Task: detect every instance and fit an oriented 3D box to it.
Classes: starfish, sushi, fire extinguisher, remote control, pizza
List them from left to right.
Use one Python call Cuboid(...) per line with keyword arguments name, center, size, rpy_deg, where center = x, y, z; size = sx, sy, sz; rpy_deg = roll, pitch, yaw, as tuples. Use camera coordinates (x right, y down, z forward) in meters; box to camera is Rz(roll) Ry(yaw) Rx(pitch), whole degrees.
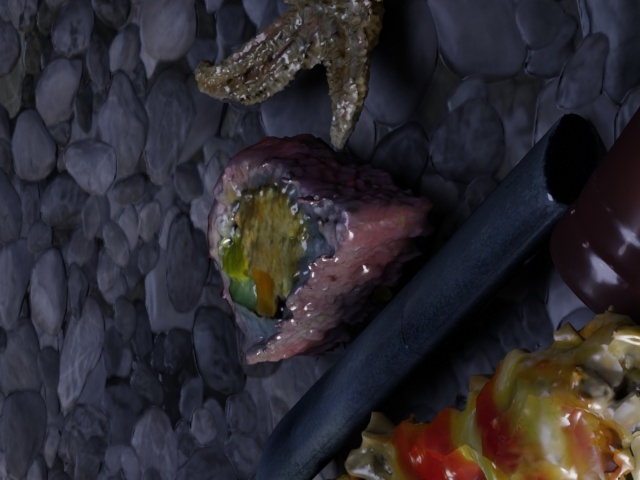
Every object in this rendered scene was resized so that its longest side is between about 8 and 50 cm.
Cuboid(name="sushi", center=(-0.007, -0.016, 1.305), size=(0.161, 0.107, 0.241), rpy_deg=(69, 152, 25))
Cuboid(name="starfish", center=(0.008, -0.214, 1.345), size=(0.302, 0.060, 0.299), rpy_deg=(-59, 37, 17))
Cuboid(name="remote control", center=(0.068, 0.060, 1.246), size=(0.377, 0.044, 0.107), rpy_deg=(-49, 14, 37))
Cuboid(name="pizza", center=(0.116, 0.199, 1.097), size=(0.440, 0.130, 0.406), rpy_deg=(44, 141, 40))
Cuboid(name="fire extinguisher", center=(0.259, -0.101, 0.995), size=(0.337, 0.114, 0.135), rpy_deg=(-58, 37, 32))
